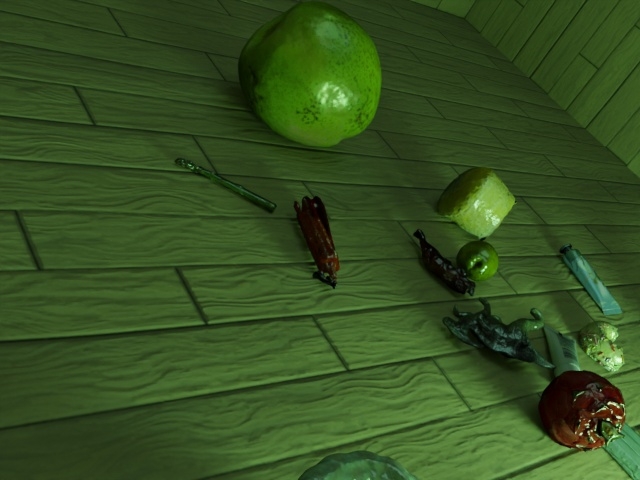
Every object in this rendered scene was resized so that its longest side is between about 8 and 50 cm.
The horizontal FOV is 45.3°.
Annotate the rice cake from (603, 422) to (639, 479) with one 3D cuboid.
[{"bbox_3d":[0.673,0.455,1.693,0.211,0.038,0.124,45,33,20],"label":"rice cake"}]

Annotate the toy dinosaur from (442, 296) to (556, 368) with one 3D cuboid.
[{"bbox_3d":[0.408,0.211,1.764,0.294,0.077,0.162,12,38,-8],"label":"toy dinosaur"}]

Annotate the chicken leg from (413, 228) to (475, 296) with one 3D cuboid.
[{"bbox_3d":[0.298,0.060,1.896,0.219,0.048,0.089,43,29,16],"label":"chicken leg"}]

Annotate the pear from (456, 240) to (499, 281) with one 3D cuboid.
[{"bbox_3d":[0.401,0.051,1.956,0.107,0.107,0.131,35,19,3],"label":"pear"}]

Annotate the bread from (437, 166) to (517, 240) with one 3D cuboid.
[{"bbox_3d":[0.437,-0.110,2.159,0.170,0.197,0.197,43,29,-9],"label":"bread"}]

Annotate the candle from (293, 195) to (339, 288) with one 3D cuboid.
[{"bbox_3d":[0.000,0.000,1.692,0.084,0.059,0.301,6,39,-23],"label":"candle"}]

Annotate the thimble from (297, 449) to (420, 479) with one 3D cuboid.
[{"bbox_3d":[0.052,0.437,0.981,0.292,0.195,0.291,23,31,-15],"label":"thimble"}]

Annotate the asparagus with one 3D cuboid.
[{"bbox_3d":[-0.210,-0.127,1.710,0.249,0.025,0.024,27,73,-11],"label":"asparagus"}]

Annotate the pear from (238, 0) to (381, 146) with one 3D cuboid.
[{"bbox_3d":[-0.016,-0.424,2.013,0.391,0.391,0.391,24,32,-16],"label":"pear"}]

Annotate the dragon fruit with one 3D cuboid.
[{"bbox_3d":[0.540,0.353,1.589,0.172,0.172,0.209,34,1,2],"label":"dragon fruit"}]

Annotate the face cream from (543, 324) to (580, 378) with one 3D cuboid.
[{"bbox_3d":[0.588,0.280,1.853,0.092,0.058,0.243,27,25,1],"label":"face cream"}]

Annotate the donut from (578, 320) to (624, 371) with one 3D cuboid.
[{"bbox_3d":[0.734,0.261,2.001,0.108,0.065,0.166,32,30,-1],"label":"donut"}]

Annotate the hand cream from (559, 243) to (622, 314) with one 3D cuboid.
[{"bbox_3d":[0.804,0.119,2.297,0.088,0.055,0.256,0,50,-37],"label":"hand cream"}]
